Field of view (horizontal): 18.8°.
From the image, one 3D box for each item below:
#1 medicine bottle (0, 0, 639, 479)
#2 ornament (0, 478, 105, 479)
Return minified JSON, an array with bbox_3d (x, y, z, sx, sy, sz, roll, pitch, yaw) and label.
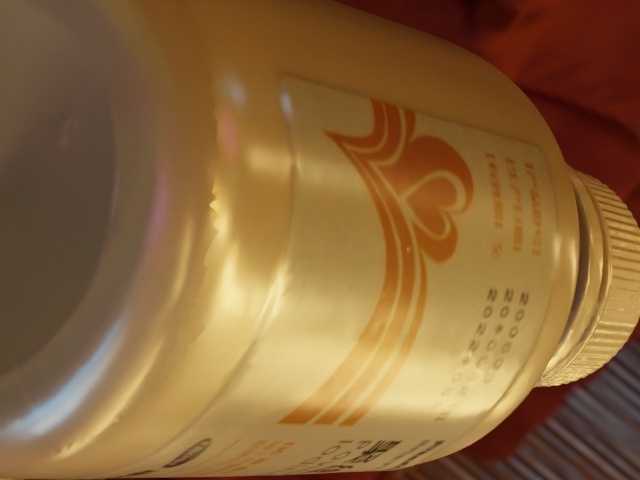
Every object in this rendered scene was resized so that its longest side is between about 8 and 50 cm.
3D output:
[{"bbox_3d":[0.000,0.000,0.470,0.114,0.114,0.252,-52,152,18],"label":"medicine bottle"},{"bbox_3d":[-0.171,0.071,0.579,0.221,0.217,0.235,-37,-176,34],"label":"ornament"}]
